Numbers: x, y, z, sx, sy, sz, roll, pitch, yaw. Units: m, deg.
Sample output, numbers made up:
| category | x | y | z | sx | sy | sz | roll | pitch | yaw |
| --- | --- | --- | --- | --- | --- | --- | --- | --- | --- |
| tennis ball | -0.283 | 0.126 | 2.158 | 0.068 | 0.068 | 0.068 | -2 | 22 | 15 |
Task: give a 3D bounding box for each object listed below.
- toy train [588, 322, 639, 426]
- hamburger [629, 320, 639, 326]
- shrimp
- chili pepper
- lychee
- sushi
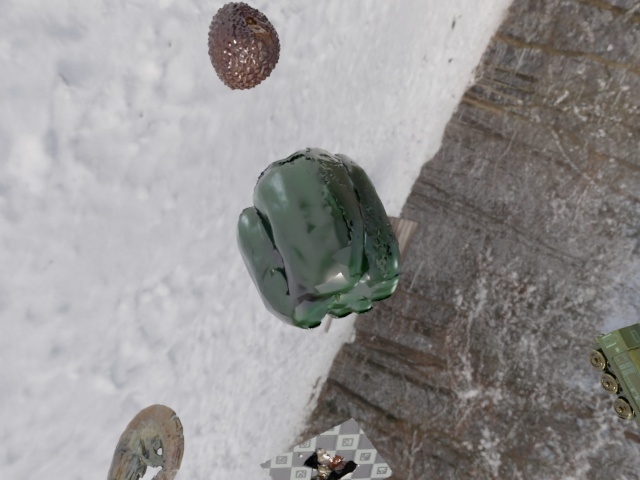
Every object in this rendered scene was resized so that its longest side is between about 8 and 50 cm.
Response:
| category | x | y | z | sx | sy | sz | roll | pitch | yaw |
| --- | --- | --- | --- | --- | --- | --- | --- | --- | --- |
| toy train | 0.725 | 0.314 | 1.181 | 0.137 | 0.090 | 0.226 | 111 | -35 | -59 |
| hamburger | 0.823 | 0.240 | 1.265 | 0.121 | 0.054 | 0.084 | 117 | -36 | -49 |
| shrimp | -0.272 | 0.362 | 0.765 | 0.047 | 0.126 | 0.224 | 48 | 50 | -54 |
| chili pepper | 0.000 | 0.000 | 0.816 | 0.257 | 0.233 | 0.249 | 64 | -32 | 28 |
| lychee | -0.189 | -0.459 | 1.227 | 0.188 | 0.188 | 0.188 | 20 | 90 | -83 |
| sushi | 0.016 | 0.498 | 1.147 | 0.220 | 0.231 | 0.047 | 58 | 7 | -28 |
